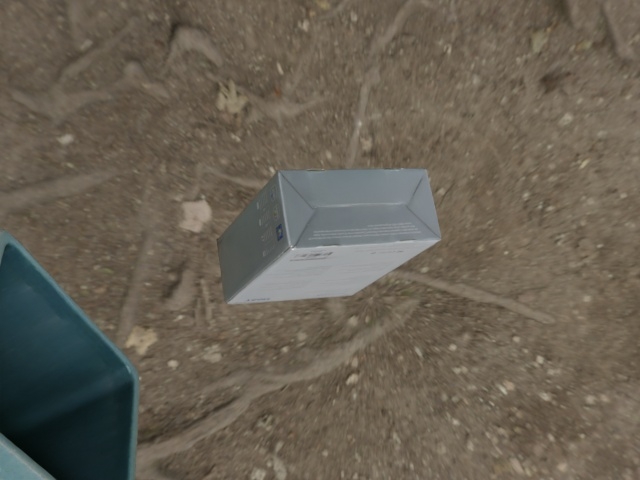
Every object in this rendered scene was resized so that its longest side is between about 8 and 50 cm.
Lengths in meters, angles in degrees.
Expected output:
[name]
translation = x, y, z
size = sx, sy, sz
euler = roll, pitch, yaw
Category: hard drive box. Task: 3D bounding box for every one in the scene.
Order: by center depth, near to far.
[hard drive box]
translation = 0.000, 0.000, 1.004
size = 0.181, 0.232, 0.089
euler = -2, 72, -25

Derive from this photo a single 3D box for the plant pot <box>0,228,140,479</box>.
[plant pot]
translation = -0.357, 0.193, 0.863
size = 0.252, 0.247, 0.248
euler = -27, 126, 9
